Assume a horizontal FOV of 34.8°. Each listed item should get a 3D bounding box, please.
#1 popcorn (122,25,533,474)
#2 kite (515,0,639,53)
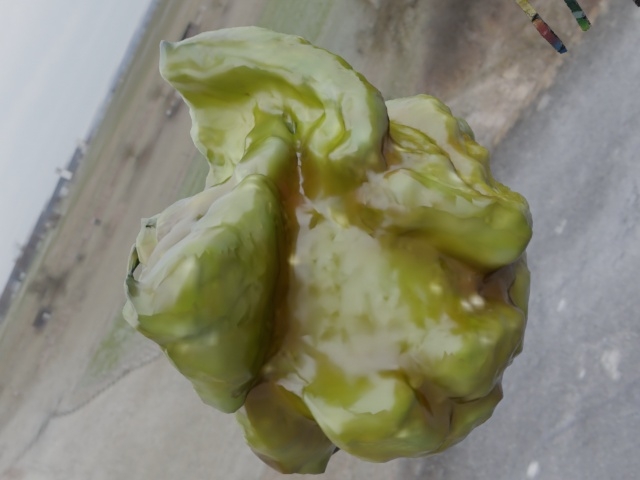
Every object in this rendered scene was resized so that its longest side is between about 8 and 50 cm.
[{"bbox_3d":[0.006,-0.003,0.703,0.321,0.290,0.325,134,115,-79],"label":"popcorn"},{"bbox_3d":[0.189,-0.313,0.979,0.152,0.285,0.015,-37,2,21],"label":"kite"}]
